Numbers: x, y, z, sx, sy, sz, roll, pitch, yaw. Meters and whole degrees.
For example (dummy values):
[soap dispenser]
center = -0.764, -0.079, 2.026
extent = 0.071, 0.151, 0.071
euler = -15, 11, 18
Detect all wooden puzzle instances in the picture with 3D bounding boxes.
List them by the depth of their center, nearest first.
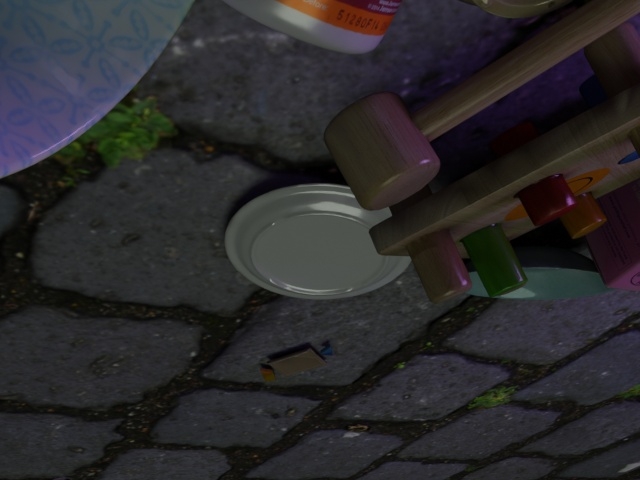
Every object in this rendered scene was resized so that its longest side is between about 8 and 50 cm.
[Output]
[wooden puzzle]
center = -0.034, 0.173, 1.036
extent = 0.117, 0.014, 0.078
euler = -16, 150, 8

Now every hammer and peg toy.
[hammer and peg toy]
center = 0.176, -0.051, 0.563
extent = 0.266, 0.127, 0.361
euler = -29, 165, 24

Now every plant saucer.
[plant saucer]
center = 0.247, 0.036, 0.857
extent = 0.195, 0.037, 0.195
euler = 4, 165, 1

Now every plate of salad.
[plate of salad]
center = 0.000, 0.000, 0.763
extent = 0.200, 0.048, 0.199
euler = 1, 142, 1

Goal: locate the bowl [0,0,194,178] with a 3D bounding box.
[bowl]
center = -0.174, -0.182, 0.324
extent = 0.156, 0.289, 0.289
euler = 35, 143, 10

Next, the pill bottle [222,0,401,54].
[pill bottle]
center = 0.023, -0.215, 0.351
extent = 0.121, 0.121, 0.221
euler = 12, 121, -30

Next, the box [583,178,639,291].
[box]
center = 0.433, -0.049, 0.747
extent = 0.214, 0.117, 0.243
euler = 9, 141, -26

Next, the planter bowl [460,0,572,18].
[planter bowl]
center = 0.119, -0.206, 0.440
extent = 0.162, 0.109, 0.162
euler = -7, 147, -5
